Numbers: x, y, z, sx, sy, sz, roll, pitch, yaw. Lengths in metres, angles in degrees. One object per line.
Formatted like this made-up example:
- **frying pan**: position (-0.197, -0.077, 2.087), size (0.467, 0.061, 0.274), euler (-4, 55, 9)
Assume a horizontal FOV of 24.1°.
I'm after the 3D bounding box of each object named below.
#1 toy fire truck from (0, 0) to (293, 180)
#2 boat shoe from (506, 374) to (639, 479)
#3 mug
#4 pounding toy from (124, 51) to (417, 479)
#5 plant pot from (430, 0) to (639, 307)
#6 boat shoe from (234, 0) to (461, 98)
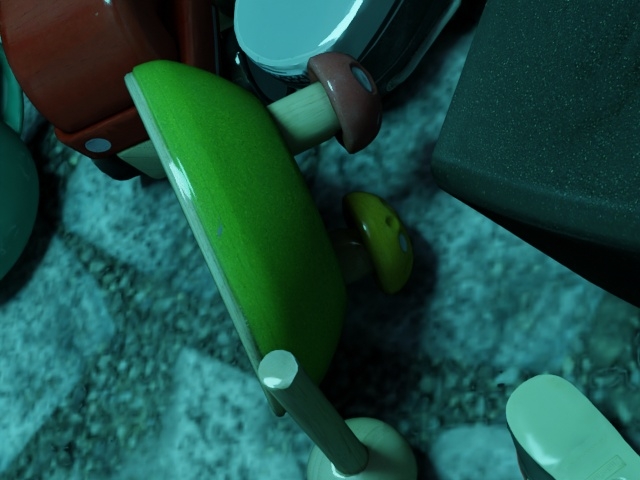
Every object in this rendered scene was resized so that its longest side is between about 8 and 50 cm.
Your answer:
- **toy fire truck**: position (-0.118, -0.180, 0.810), size (0.158, 0.246, 0.217), euler (-20, 59, 27)
- **boat shoe**: position (0.125, 0.116, 0.638), size (0.049, 0.042, 0.133), euler (-30, 52, -4)
- **mug**: position (-0.227, -0.032, 0.916), size (0.158, 0.097, 0.129), euler (-38, 52, 14)
- **pounding toy**: position (0.000, 0.000, 0.716), size (0.110, 0.183, 0.237), euler (-25, 54, -5)
- **plant pot**: position (0.160, -0.054, 0.611), size (0.167, 0.188, 0.187), euler (7, 73, 51)
- **boat shoe**: position (0.075, -0.205, 0.780), size (0.113, 0.105, 0.306), euler (31, 95, 36)
